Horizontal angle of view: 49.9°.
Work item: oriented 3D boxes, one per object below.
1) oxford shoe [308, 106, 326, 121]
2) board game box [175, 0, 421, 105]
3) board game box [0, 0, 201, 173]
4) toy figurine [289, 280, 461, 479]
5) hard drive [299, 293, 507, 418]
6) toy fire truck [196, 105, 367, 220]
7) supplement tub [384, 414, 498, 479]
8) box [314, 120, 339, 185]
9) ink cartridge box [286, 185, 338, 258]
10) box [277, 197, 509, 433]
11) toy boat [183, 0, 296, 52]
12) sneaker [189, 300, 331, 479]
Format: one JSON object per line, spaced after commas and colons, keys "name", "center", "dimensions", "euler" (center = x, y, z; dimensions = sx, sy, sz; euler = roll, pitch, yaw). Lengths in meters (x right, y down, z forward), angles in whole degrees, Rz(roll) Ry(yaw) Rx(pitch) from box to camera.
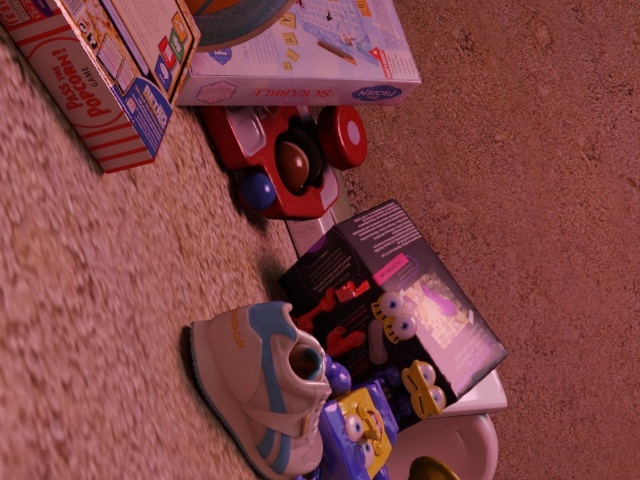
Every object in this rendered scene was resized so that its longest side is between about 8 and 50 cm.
{"name": "oxford shoe", "center": [-0.044, -0.380, 1.076], "dimensions": [0.169, 0.130, 0.450], "euler": [20, -36, 52]}
{"name": "board game box", "center": [-0.059, -0.320, 0.859], "dimensions": [0.066, 0.317, 0.319], "euler": [-39, -117, 54]}
{"name": "board game box", "center": [-0.156, -0.169, 0.524], "dimensions": [0.194, 0.045, 0.147], "euler": [-85, 158, -47]}
{"name": "toy figurine", "center": [0.027, 0.251, 0.801], "dimensions": [0.217, 0.191, 0.363], "euler": [-23, 92, -55]}
{"name": "hard drive", "center": [0.130, 0.175, 1.077], "dimensions": [0.040, 0.318, 0.210], "euler": [-51, -135, 46]}
{"name": "toy fire truck", "center": [-0.072, -0.159, 0.960], "dimensions": [0.254, 0.169, 0.302], "euler": [-48, 122, -53]}
{"name": "supplement tub", "center": [0.193, 0.335, 1.270], "dimensions": [0.316, 0.228, 0.229], "euler": [-36, 107, -82]}
{"name": "box", "center": [-0.017, -0.250, 1.906], "dimensions": [0.244, 0.060, 0.101], "euler": [63, 11, -51]}
{"name": "ink cartridge box", "center": [0.000, 0.000, 1.339], "dimensions": [0.261, 0.066, 0.297], "euler": [-68, 138, -80]}
{"name": "box", "center": [0.096, 0.105, 0.952], "dimensions": [0.143, 0.165, 0.270], "euler": [-24, 76, -44]}
{"name": "toy boat", "center": [-0.143, -0.316, 0.605], "dimensions": [0.318, 0.267, 0.148], "euler": [35, 24, -19]}
{"name": "sneaker", "center": [-0.031, 0.142, 0.612], "dimensions": [0.229, 0.092, 0.087], "euler": [66, 7, -46]}
